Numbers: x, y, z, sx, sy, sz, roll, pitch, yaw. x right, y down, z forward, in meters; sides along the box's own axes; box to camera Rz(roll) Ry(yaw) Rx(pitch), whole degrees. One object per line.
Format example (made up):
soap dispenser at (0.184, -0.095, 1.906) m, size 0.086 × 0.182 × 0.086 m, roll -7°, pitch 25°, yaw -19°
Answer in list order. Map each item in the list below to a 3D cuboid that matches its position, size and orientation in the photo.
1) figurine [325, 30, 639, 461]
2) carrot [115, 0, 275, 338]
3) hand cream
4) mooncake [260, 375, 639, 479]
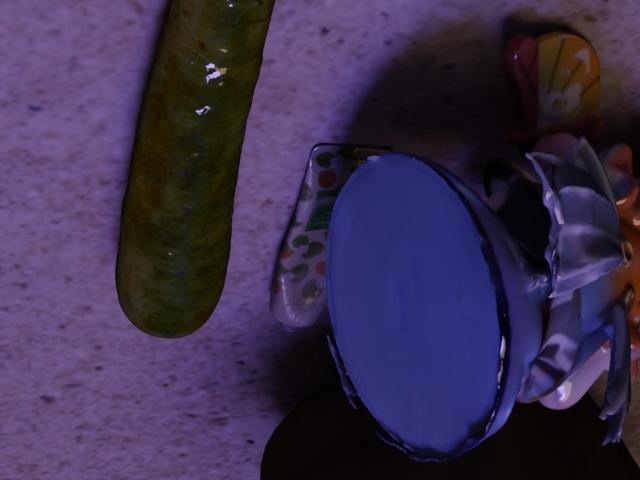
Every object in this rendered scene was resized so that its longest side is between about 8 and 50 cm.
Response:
figurine at (0.228, 0.006, 1.065) m, size 0.388 × 0.248 × 0.276 m, roll -8°, pitch 104°, yaw -31°
carrot at (-0.072, -0.070, 1.006) m, size 0.074 × 0.074 × 0.358 m, roll -2°, pitch 139°, yaw -16°
hand cream at (0.000, 0.000, 1.151) m, size 0.057 × 0.037 × 0.165 m, roll 2°, pitch 133°, yaw -21°
mooncake at (0.122, 0.297, 1.231) m, size 0.262 × 0.467 × 0.467 m, roll -22°, pitch 142°, yaw 19°
